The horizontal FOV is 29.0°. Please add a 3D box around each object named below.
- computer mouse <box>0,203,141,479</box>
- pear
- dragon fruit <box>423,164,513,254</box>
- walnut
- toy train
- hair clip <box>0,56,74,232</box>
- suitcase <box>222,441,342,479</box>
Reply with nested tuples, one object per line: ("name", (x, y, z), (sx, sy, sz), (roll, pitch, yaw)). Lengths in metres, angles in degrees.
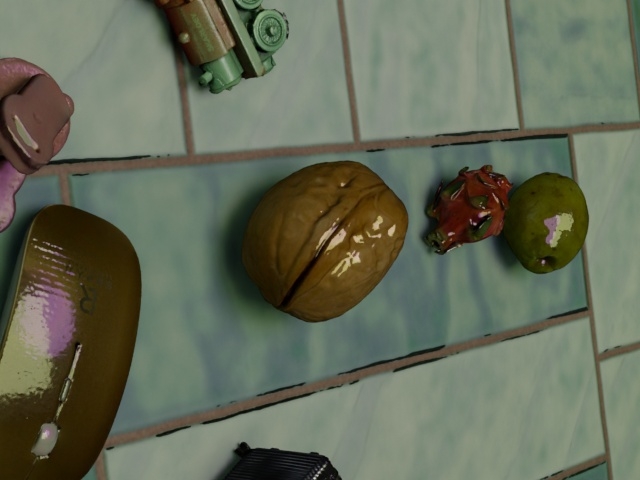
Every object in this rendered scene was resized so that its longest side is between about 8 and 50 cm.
("computer mouse", (-0.220, 0.091, 1.045), (0.126, 0.056, 0.245), (26, 70, -40))
("pear", (0.277, -0.024, 1.520), (0.107, 0.107, 0.131), (34, 54, -38))
("dragon fruit", (0.170, -0.032, 1.429), (0.116, 0.086, 0.081), (-57, 162, -23))
("walnut", (0.000, 0.000, 1.218), (0.180, 0.144, 0.144), (-51, 121, -31))
("toy train", (-0.108, -0.223, 1.180), (0.118, 0.074, 0.176), (-39, 118, -29))
("hair clip", (-0.271, -0.085, 1.029), (0.123, 0.102, 0.138), (59, 18, -26))
("suitcase", (-0.043, 0.238, 1.156), (0.086, 0.126, 0.059), (-47, 119, -36))
